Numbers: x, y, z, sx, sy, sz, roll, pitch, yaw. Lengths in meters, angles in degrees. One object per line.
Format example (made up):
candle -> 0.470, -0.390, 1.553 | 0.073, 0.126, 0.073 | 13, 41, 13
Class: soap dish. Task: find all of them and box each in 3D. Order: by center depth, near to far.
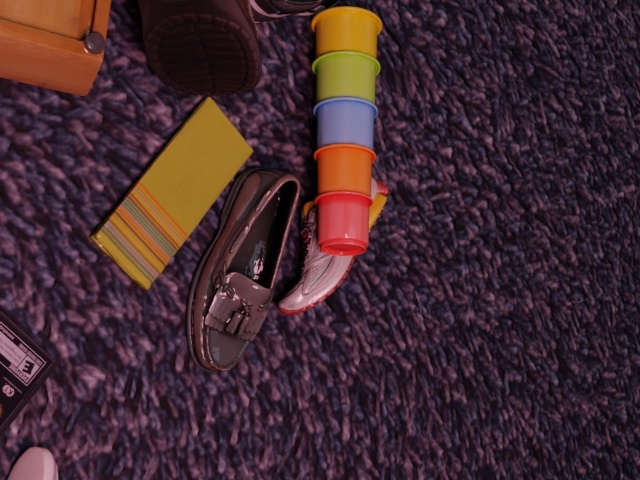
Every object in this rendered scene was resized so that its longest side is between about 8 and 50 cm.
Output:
soap dish -> -0.319, -0.319, 1.162 | 0.229, 0.118, 0.291 | 11, 83, -38

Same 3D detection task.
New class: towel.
towel -> -0.177, -0.059, 1.345 | 0.237, 0.021, 0.102 | -55, 127, -25

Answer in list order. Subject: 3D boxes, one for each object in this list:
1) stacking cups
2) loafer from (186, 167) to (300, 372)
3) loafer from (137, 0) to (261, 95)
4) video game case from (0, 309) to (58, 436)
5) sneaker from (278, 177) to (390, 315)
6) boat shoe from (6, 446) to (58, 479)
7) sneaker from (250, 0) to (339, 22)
stacking cups -> 0.025, -0.139, 1.414 | 0.096, 0.096, 0.316 | 18, 67, -37
loafer -> -0.093, 0.034, 1.369 | 0.096, 0.084, 0.267 | 22, 77, -37
loafer -> -0.137, -0.293, 1.223 | 0.366, 0.134, 0.130 | 77, 16, -61
video game case -> -0.442, 0.137, 1.124 | 0.275, 0.035, 0.248 | 50, 62, -29
sneaker -> 0.000, 0.000, 1.457 | 0.093, 0.088, 0.225 | 34, 69, -12
boat shoe -> -0.311, 0.319, 1.216 | 0.063, 0.066, 0.184 | 13, 80, -52
sneaker -> -0.004, -0.327, 1.411 | 0.217, 0.121, 0.079 | -28, 109, -35
